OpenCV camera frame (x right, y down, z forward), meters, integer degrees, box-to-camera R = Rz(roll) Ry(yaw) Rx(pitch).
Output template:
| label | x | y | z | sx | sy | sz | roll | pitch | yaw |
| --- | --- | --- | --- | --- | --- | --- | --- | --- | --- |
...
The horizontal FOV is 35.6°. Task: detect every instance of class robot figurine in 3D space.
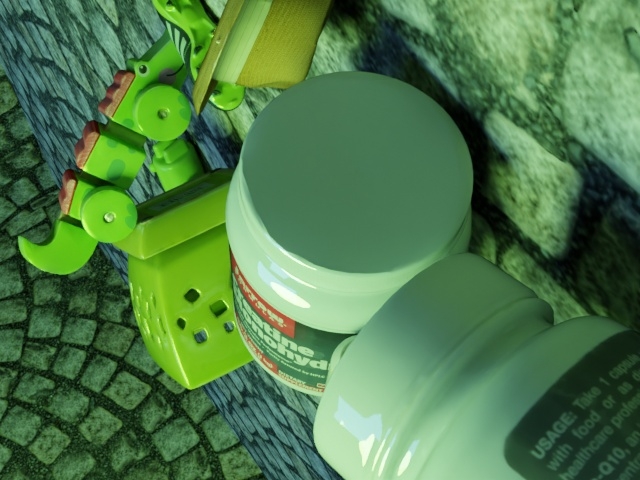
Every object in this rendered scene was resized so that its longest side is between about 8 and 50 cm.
| label | x | y | z | sx | sy | sz | roll | pitch | yaw |
| --- | --- | --- | --- | --- | --- | --- | --- | --- | --- |
| robot figurine | -0.209 | -0.103 | 1.489 | 0.101 | 0.067 | 0.115 | 26 | 148 | 38 |

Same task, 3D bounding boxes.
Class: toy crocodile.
| label | x | y | z | sx | sy | sz | roll | pitch | yaw |
| --- | --- | --- | --- | --- | --- | --- | --- | --- | --- |
| toy crocodile | -0.243 | -0.110 | 1.180 | 0.105 | 0.341 | 0.115 | 26 | -173 | -25 |

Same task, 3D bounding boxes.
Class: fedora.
| label | x | y | z | sx | sy | sz | roll | pitch | yaw |
| --- | --- | --- | --- | --- | --- | --- | --- | --- | --- |
| fedora | -0.035 | -0.173 | 0.779 | 0.079 | 0.194 | 0.194 | 24 | 166 | -8 |

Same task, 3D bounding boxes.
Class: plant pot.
| label | x | y | z | sx | sy | sz | roll | pitch | yaw |
| --- | --- | --- | --- | --- | --- | --- | --- | --- | --- |
| plant pot | -0.136 | 0.031 | 1.271 | 0.227 | 0.228 | 0.207 | 15 | 130 | 66 |

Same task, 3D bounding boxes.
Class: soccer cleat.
| label | x | y | z | sx | sy | sz | roll | pitch | yaw |
| --- | --- | --- | --- | --- | --- | --- | --- | --- | --- |
| soccer cleat | -0.131 | -0.215 | 1.097 | 0.179 | 0.060 | 0.072 | 60 | 174 | 13 |

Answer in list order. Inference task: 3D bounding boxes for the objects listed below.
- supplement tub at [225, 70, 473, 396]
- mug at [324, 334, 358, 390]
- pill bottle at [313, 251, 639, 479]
| label | x | y | z | sx | sy | sz | roll | pitch | yaw |
| --- | --- | --- | --- | --- | --- | --- | --- | --- | --- |
| supplement tub | 0.019 | 0.006 | 0.824 | 0.191 | 0.191 | 0.272 | 52 | 163 | 19 |
| mug | 0.035 | 0.106 | 0.729 | 0.064 | 0.062 | 0.078 | 85 | 161 | -57 |
| pill bottle | 0.179 | 0.173 | 0.575 | 0.361 | 0.204 | 0.204 | 38 | 156 | 29 |
